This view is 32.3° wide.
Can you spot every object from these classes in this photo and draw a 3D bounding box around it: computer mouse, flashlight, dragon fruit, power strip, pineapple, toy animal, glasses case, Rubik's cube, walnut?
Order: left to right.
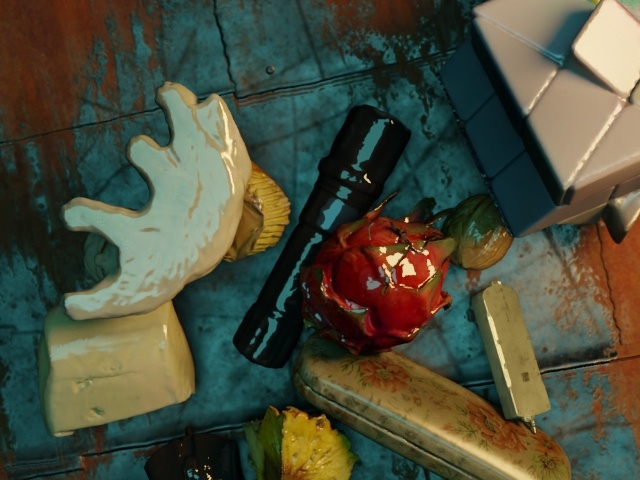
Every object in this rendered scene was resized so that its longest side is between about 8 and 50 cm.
[{"bbox_3d":[-0.220,-0.055,1.539,0.266,0.188,0.308,-5,89,4],"label":"toy animal"},{"bbox_3d":[-0.172,0.408,1.646,0.147,0.088,0.264,-16,86,1],"label":"computer mouse"},{"bbox_3d":[-0.033,0.320,1.629,0.140,0.164,0.250,-10,109,-25],"label":"pineapple"},{"bbox_3d":[0.000,0.000,1.633,0.103,0.103,0.424,28,94,4],"label":"flashlight"},{"bbox_3d":[0.091,0.050,1.536,0.274,0.193,0.192,-35,99,2],"label":"dragon fruit"},{"bbox_3d":[0.158,0.256,1.583,0.425,0.156,0.098,27,117,4],"label":"glasses case"},{"bbox_3d":[0.231,-0.014,1.610,0.105,0.105,0.124,30,86,4],"label":"walnut"},{"bbox_3d":[0.276,0.169,1.601,0.029,0.080,0.227,-30,69,46],"label":"power strip"},{"bbox_3d":[0.369,-0.207,1.482,0.368,0.358,0.387,-23,77,0],"label":"Rubik's cube"}]

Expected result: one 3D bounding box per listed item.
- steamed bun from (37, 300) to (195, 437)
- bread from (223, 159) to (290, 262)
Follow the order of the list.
[{"bbox_3d":[-0.301,0.168,1.631,0.225,0.170,0.200,-4,122,-12],"label":"steamed bun"},{"bbox_3d":[-0.140,-0.060,1.626,0.190,0.114,0.132,42,112,15],"label":"bread"}]
